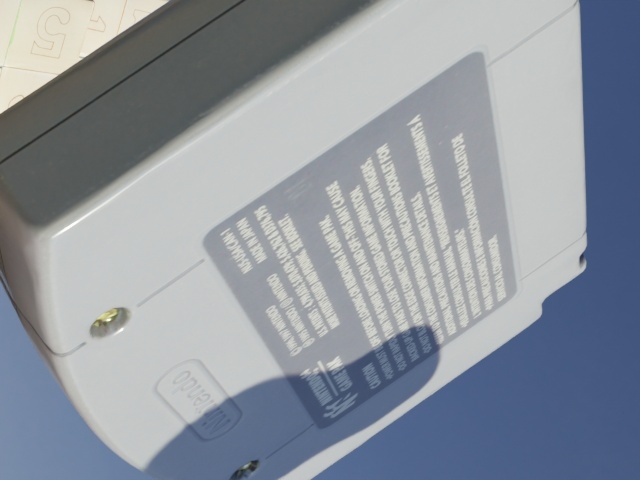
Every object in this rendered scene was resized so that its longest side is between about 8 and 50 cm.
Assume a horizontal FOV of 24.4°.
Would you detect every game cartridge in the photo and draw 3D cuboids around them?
[{"bbox_3d":[0.000,0.000,0.510,0.062,0.198,0.297,58,-4,25],"label":"game cartridge"}]

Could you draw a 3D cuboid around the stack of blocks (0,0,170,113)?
[{"bbox_3d":[-0.192,-0.122,0.826,0.171,0.297,0.087,37,-66,46],"label":"stack of blocks"}]
